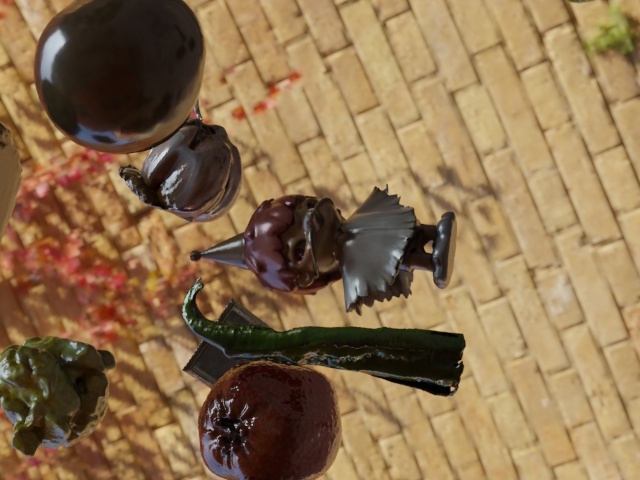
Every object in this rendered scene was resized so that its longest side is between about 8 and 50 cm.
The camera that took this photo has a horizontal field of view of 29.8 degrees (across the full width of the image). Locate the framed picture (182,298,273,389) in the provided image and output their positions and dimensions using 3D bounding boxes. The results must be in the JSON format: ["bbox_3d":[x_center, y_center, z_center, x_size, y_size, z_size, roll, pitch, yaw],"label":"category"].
[{"bbox_3d":[-0.133,0.193,1.992,0.011,0.142,0.183,28,170,43],"label":"framed picture"}]

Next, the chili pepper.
[{"bbox_3d":[0.001,0.123,1.490,0.076,0.359,0.085,-79,1,-80],"label":"chili pepper"}]

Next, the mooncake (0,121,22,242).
[{"bbox_3d":[-0.595,-0.052,1.771,0.187,0.324,0.324,25,-169,11],"label":"mooncake"}]

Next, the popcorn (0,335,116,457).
[{"bbox_3d":[-0.420,0.239,1.867,0.187,0.167,0.185,2,-101,-43],"label":"popcorn"}]

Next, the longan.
[{"bbox_3d":[-0.294,-0.255,1.771,0.258,0.258,0.258,58,-162,-32],"label":"longan"}]

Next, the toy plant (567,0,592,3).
[{"bbox_3d":[0.482,-0.486,1.996,0.218,0.235,0.175,-94,-18,-59],"label":"toy plant"}]

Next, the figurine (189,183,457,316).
[{"bbox_3d":[0.000,0.000,1.714,0.166,0.387,0.207,64,-146,-60],"label":"figurine"}]

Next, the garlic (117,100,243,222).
[{"bbox_3d":[-0.243,-0.146,2.000,0.207,0.207,0.257,15,-123,-71],"label":"garlic"}]

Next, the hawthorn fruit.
[{"bbox_3d":[-0.056,0.265,1.756,0.253,0.205,0.205,-3,-110,-54],"label":"hawthorn fruit"}]
